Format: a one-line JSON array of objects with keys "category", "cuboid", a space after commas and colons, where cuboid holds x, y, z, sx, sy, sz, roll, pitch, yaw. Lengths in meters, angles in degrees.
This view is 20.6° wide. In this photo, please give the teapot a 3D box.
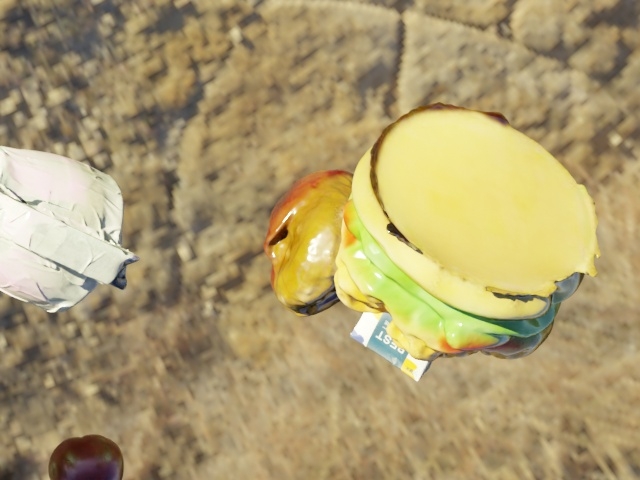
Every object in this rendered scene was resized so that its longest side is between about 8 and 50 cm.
[{"category": "teapot", "cuboid": [-0.312, -0.005, 1.879, 0.178, 0.221, 0.163, 25, 115, -35]}]

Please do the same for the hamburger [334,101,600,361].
[{"category": "hamburger", "cuboid": [0.120, 0.007, 1.527, 0.237, 0.237, 0.149, -2, 140, -25]}]

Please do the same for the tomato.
[{"category": "tomato", "cuboid": [-0.259, 0.260, 1.959, 0.087, 0.075, 0.087, -12, 143, -9]}]

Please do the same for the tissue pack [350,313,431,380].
[{"category": "tissue pack", "cuboid": [0.079, 0.089, 1.732, 0.062, 0.083, 0.042, -62, 167, 23]}]

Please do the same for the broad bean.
[{"category": "broad bean", "cuboid": [-0.004, -0.001, 1.989, 0.122, 0.228, 0.156, 43, 110, -7]}]
